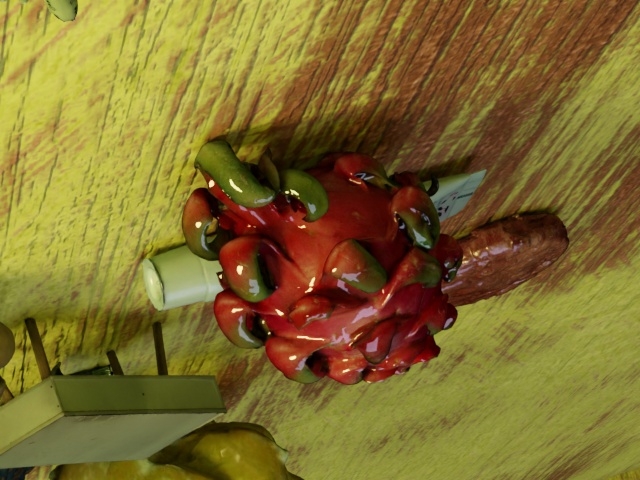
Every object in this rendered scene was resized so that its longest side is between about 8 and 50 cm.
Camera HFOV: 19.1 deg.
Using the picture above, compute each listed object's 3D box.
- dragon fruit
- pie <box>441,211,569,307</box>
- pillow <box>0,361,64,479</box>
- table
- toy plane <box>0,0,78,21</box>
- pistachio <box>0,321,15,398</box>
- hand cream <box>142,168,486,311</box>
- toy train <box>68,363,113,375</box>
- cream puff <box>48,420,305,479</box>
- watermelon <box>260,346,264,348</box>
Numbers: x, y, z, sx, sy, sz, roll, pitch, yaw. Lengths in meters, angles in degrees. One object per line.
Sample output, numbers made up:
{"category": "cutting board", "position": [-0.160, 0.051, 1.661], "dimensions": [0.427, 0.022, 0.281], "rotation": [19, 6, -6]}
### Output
{"category": "dragon fruit", "position": [0.000, 0.023, 1.586], "dimensions": [0.218, 0.198, 0.273], "rotation": [-26, 163, 39]}
{"category": "pie", "position": [0.184, 0.025, 2.049], "dimensions": [0.182, 0.049, 0.182], "rotation": [-20, 165, -6]}
{"category": "pillow", "position": [-0.321, 0.237, 1.943], "dimensions": [0.189, 0.034, 0.255], "rotation": [-61, 180, -25]}
{"category": "table", "position": [-0.221, 0.141, 1.815], "dimensions": [0.121, 0.111, 0.240], "rotation": [-32, 160, 28]}
{"category": "toy plane", "position": [-0.160, -0.160, 1.107], "dimensions": [0.102, 0.040, 0.111], "rotation": [-19, 163, -1]}
{"category": "pistachio", "position": [-0.339, 0.106, 1.576], "dimensions": [0.136, 0.136, 0.226], "rotation": [-30, 168, 26]}
{"category": "hand cream", "position": [0.000, 0.000, 1.740], "dimensions": [0.331, 0.058, 0.085], "rotation": [-14, 155, -20]}
{"category": "toy train", "position": [-0.242, 0.161, 1.980], "dimensions": [0.056, 0.038, 0.093], "rotation": [-9, 160, -17]}
{"category": "cream puff", "position": [-0.140, 0.344, 2.114], "dimensions": [0.378, 0.378, 0.275], "rotation": [-33, 152, 32]}
{"category": "watermelon", "position": [-0.031, 0.063, 1.892], "dimensions": [0.101, 0.080, 0.155], "rotation": [5, 165, -38]}
